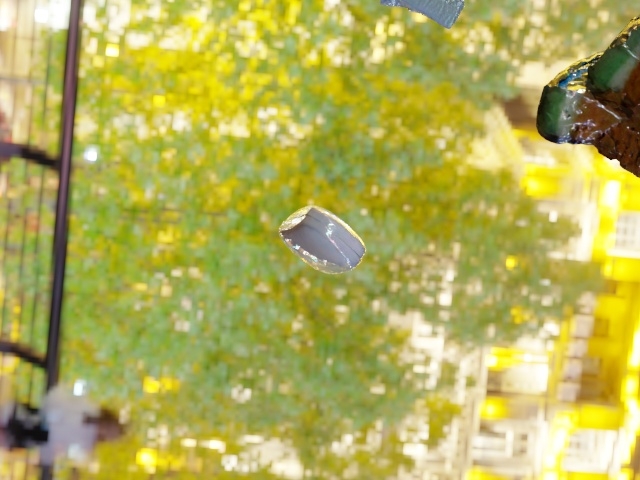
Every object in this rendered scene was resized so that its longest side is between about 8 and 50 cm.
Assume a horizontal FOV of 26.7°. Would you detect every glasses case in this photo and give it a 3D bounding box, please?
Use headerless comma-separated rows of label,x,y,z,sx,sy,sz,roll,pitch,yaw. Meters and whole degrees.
glasses case,0.000,0.000,1.713,0.059,0.092,0.233,-50,-175,-8

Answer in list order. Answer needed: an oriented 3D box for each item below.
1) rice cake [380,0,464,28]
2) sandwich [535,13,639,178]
rice cake,0.048,-0.244,1.234,0.042,0.180,0.030,-62,170,12
sandwich,0.259,-0.101,0.895,0.159,0.235,0.079,-97,-170,-50
